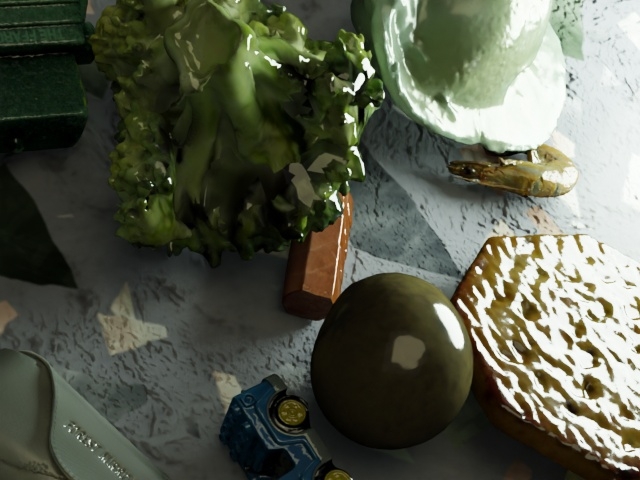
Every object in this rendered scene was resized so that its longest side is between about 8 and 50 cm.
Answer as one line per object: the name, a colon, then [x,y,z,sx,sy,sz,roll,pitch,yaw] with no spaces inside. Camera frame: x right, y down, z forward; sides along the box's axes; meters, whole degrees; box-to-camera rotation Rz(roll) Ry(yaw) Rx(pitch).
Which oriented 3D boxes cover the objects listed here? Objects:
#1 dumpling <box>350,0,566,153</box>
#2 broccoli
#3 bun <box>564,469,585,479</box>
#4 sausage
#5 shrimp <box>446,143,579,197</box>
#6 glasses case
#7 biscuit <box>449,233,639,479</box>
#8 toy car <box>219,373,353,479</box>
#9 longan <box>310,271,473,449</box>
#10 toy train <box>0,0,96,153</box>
dumpling: [0.167,-0.249,1.989,0.321,0.211,0.270,-28,62,-22]
broccoli: [-0.087,-0.159,1.768,0.293,0.281,0.347,-12,80,3]
bun: [0.287,0.253,1.799,0.086,0.055,0.086,14,60,-25]
sausage: [0.000,0.000,1.864,0.065,0.065,0.169,15,56,-9]
shrimp: [0.219,-0.092,2.008,0.163,0.045,0.095,6,56,-12]
glasses case: [-0.225,0.219,1.615,0.308,0.083,0.128,41,33,10]
biscuit: [0.294,0.125,1.851,0.359,0.046,0.359,15,40,-13]
toy car: [-0.039,0.227,1.679,0.100,0.097,0.191,-25,68,-26]
longan: [0.071,0.120,1.742,0.167,0.167,0.187,4,56,-16]
toy train: [-0.383,-0.163,1.807,0.330,0.138,0.178,-6,70,-25]
